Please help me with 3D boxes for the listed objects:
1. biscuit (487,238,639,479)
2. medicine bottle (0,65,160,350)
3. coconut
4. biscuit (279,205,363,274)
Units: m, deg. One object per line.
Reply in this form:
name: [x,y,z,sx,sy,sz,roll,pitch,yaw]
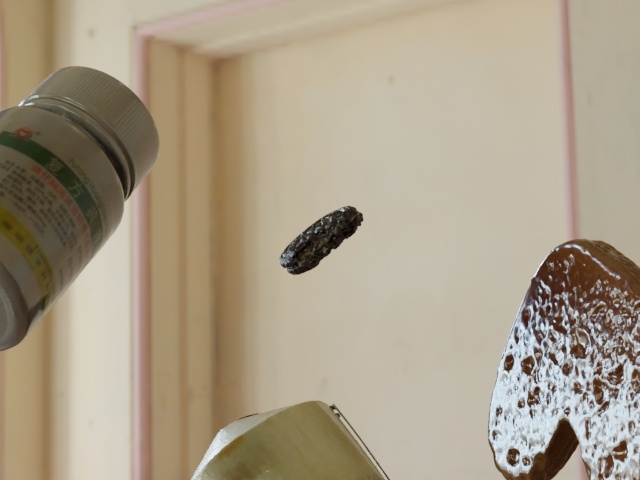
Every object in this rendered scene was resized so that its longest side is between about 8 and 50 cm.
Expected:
biscuit: [0.254,0.145,1.339,0.052,0.262,0.277,5,20,-23]
medicine bottle: [-0.351,-0.049,1.759,0.208,0.340,0.208,19,-43,18]
coconut: [-0.046,0.381,2.061,0.323,0.323,0.323,-1,-9,0]
biscuit: [0.000,0.000,1.378,0.087,0.027,0.089,-33,10,23]
